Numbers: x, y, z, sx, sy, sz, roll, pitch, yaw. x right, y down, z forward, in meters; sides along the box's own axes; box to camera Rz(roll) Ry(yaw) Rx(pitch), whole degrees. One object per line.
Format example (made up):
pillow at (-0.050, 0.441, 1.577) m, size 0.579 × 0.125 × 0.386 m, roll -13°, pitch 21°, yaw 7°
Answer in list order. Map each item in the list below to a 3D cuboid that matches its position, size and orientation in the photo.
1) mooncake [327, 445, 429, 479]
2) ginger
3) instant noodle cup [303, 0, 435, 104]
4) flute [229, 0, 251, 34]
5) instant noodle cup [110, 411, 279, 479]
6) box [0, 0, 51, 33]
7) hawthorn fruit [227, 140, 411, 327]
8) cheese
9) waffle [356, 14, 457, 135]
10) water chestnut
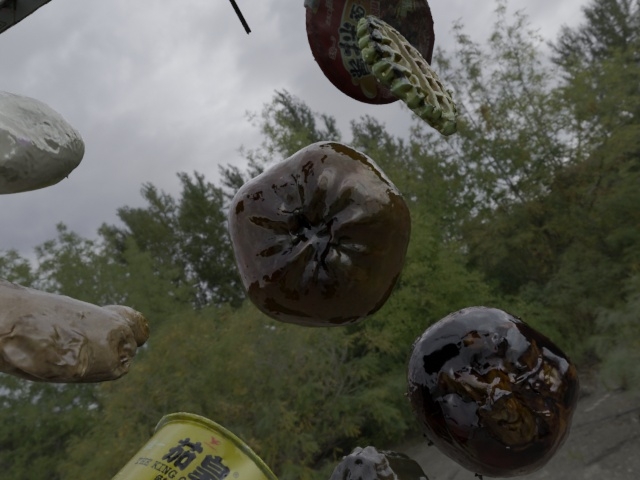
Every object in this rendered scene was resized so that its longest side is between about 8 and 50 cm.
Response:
mooncake at (0.097, 0.485, 0.885) m, size 0.124 × 0.228 × 0.228 m, roll 16°, pitch -36°, yaw -27°
ginger at (-0.232, 0.084, 0.437) m, size 0.213 × 0.137 × 0.074 m, roll 30°, pitch -89°, yaw -45°
instant noodle cup at (0.078, -0.385, 0.935) m, size 0.274 × 0.274 × 0.090 m, roll -20°, pitch 12°, yaw -22°
flute at (-0.214, -0.556, 1.059) m, size 0.014 × 0.014 × 0.269 m, roll -27°, pitch -44°, yaw 5°
instant noodle cup at (-0.218, 0.454, 0.712) m, size 0.325 × 0.326 × 0.254 m, roll -39°, pitch -3°, yaw 41°
box at (-0.329, -0.405, 0.603) m, size 0.324 × 0.180 × 0.047 m, roll -23°, pitch 1°, yaw 15°
hawthorn fruit at (0.000, 0.000, 0.773) m, size 0.267 × 0.268 × 0.301 m, roll -27°, pitch -11°, yaw 2°
cheese at (-0.478, -0.142, 0.738) m, size 0.189 × 0.154 × 0.198 m, roll -9°, pitch 11°, yaw 12°
waffle at (0.135, -0.261, 0.780) m, size 0.054 × 0.208 × 0.214 m, roll -39°, pitch 23°, yaw 30°
water chestnut at (0.328, 0.287, 0.970) m, size 0.335 × 0.335 × 0.347 m, roll -25°, pitch -19°, yaw -5°
